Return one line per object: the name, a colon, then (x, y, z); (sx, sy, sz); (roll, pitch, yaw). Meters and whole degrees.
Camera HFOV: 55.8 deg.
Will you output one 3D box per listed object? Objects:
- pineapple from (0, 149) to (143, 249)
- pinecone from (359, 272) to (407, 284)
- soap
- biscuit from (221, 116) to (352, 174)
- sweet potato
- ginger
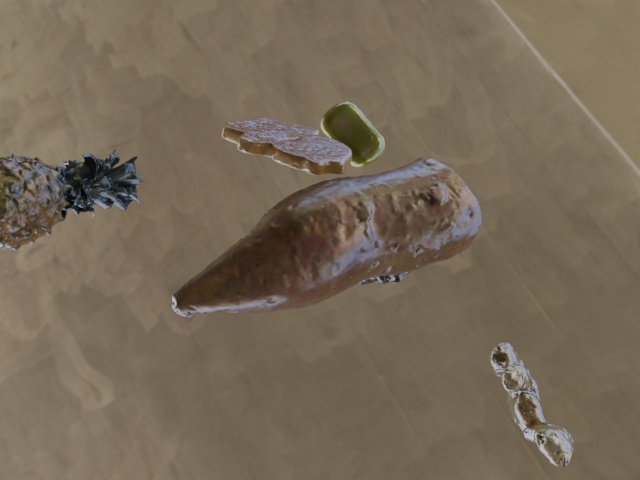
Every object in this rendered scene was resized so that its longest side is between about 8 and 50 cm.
pineapple: (-0.362, -0.065, 0.834); (0.128, 0.248, 0.128); (11, -70, 32)
pinecone: (0.089, -0.019, 1.069); (0.201, 0.229, 0.202); (-127, -145, -51)
soap: (0.064, -0.211, 1.208); (0.089, 0.045, 0.140); (-39, -95, -5)
biscuit: (-0.038, -0.121, 0.767); (0.184, 0.133, 0.027); (20, -64, 21)
sweet potato: (0.001, -0.001, 0.644); (0.337, 0.131, 0.131); (-16, -108, -22)
ginger: (0.308, 0.242, 0.911); (0.065, 0.258, 0.149); (-32, -87, 13)
